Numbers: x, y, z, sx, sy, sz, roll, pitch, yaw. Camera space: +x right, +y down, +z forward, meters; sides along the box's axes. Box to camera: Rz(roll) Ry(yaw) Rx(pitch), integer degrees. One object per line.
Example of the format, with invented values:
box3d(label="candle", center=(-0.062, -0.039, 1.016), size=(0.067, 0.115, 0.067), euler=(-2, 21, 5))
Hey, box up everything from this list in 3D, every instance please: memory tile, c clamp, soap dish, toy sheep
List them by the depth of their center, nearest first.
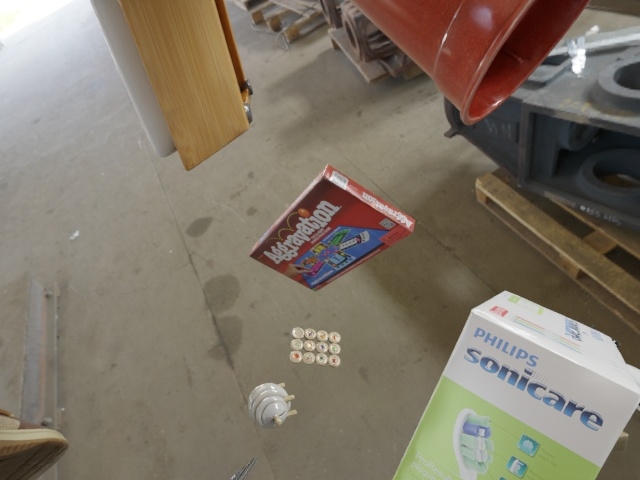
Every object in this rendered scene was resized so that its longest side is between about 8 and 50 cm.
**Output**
box3d(label="soap dish", center=(-0.166, -0.259, 0.477), size=(0.118, 0.290, 0.228), euler=(-13, 31, -1))
box3d(label="c clamp", center=(-0.161, 0.431, 0.686), size=(0.137, 0.161, 0.022), euler=(-44, 81, 3))
box3d(label="toy sheep", center=(-0.099, 0.329, 0.809), size=(0.091, 0.091, 0.132), euler=(-46, 16, -16))
box3d(label="memory tile", center=(-0.014, 0.310, 1.185), size=(0.148, 0.012, 0.113), euler=(7, 48, -4))

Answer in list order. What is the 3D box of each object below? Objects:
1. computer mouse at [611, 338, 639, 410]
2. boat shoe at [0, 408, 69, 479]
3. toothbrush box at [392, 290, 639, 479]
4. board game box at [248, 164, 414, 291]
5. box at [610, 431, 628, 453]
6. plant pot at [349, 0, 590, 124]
box3d(label="computer mouse", center=(0.569, 0.243, 0.758), size=(0.106, 0.042, 0.193), euler=(11, 24, -11))
box3d(label="boat shoe", center=(-0.425, 0.236, 0.479), size=(0.123, 0.342, 0.123), euler=(-41, 71, -19))
box3d(label="toothbrush box", center=(0.163, 0.205, 0.393), size=(0.122, 0.206, 0.282), euler=(28, 103, 29))
box3d(label="board game box", center=(0.000, 0.000, 0.639), size=(0.281, 0.145, 0.027), euler=(-40, 24, 53))
box3d(label="box", center=(0.406, 0.317, 0.751), size=(0.225, 0.137, 0.036), euler=(12, 94, 64))
box3d(label="plant pot", center=(0.189, -0.348, 0.547), size=(0.272, 0.272, 0.265), euler=(-41, 73, -12))
